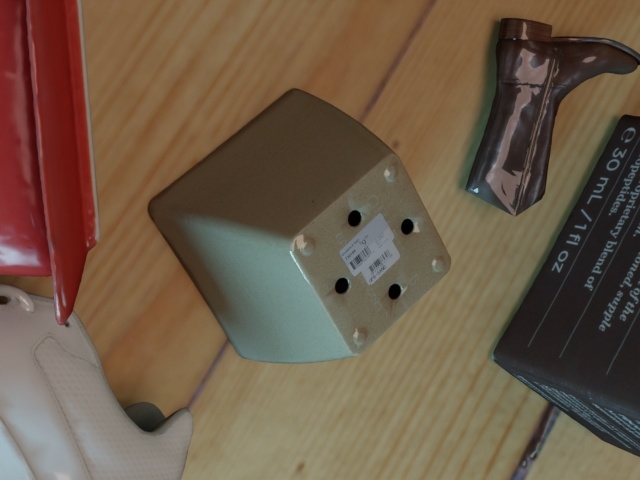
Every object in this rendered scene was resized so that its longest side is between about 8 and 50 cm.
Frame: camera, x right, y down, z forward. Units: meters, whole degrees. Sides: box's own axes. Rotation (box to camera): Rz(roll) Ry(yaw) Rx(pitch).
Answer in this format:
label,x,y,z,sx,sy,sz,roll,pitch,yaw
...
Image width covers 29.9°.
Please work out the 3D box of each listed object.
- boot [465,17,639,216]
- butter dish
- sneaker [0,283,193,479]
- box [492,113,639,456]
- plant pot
label,x,y,z,sx,sy,sz,roll,pitch,yaw
boot,0.141,-0.068,0.724,0.106,0.037,0.114,8,92,-22
butter dish,-0.151,-0.053,0.477,0.118,0.160,0.160,-5,103,-10
sneaker,-0.174,0.063,0.511,0.297,0.111,0.129,45,59,-37
box,0.291,0.059,0.642,0.143,0.381,0.191,36,79,-34
plant pot,0.000,0.000,0.605,0.109,0.096,0.109,-41,120,-21
